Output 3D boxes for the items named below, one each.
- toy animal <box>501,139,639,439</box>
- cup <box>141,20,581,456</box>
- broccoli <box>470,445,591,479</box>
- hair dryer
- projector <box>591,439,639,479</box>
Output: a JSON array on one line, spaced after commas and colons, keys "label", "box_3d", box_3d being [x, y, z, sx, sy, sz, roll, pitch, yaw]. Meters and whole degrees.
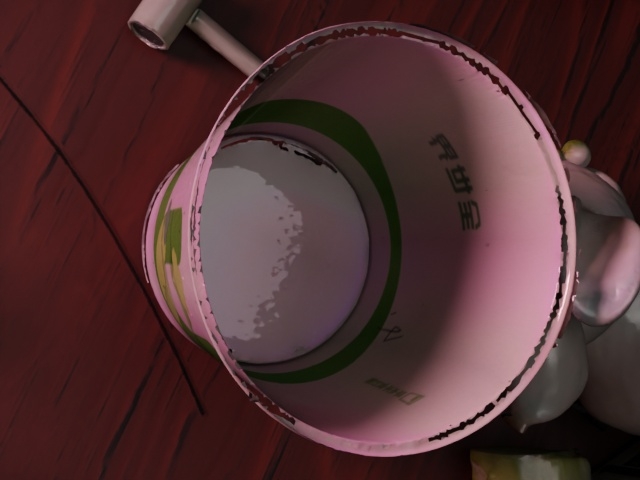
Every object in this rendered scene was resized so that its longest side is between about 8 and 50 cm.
[{"label": "toy animal", "box_3d": [0.211, 0.044, 0.842, 0.310, 0.247, 0.183, 32, 104, -39]}, {"label": "cup", "box_3d": [0.000, 0.000, 0.730, 0.253, 0.274, 0.253, 0, 89, -21]}, {"label": "broccoli", "box_3d": [0.178, 0.348, 0.837, 0.252, 0.221, 0.361, -23, 85, -28]}, {"label": "hair dryer", "box_3d": [-0.086, -0.157, 0.837, 0.124, 0.038, 0.063, 38, 76, -24]}, {"label": "projector", "box_3d": [0.366, 0.273, 0.927, 0.177, 0.163, 0.242, -30, 96, -19]}]
